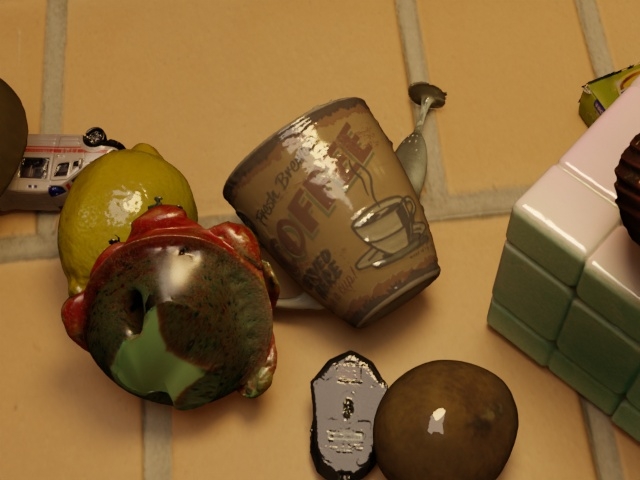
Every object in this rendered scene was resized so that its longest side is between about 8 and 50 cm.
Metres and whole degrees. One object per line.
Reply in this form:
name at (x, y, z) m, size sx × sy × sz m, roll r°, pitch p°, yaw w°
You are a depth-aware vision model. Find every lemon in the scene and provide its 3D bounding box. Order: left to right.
lemon at (-0.259, -0.014, 1.415) m, size 0.184 × 0.184 × 0.248 m, roll 16°, pitch 71°, yaw 11°

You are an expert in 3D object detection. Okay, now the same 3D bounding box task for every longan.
longan at (0.151, 0.229, 1.275) m, size 0.187 × 0.167 × 0.167 m, roll -27°, pitch 64°, yaw -13°

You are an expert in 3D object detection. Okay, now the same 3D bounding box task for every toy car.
toy car at (-0.381, -0.098, 1.518) m, size 0.210 × 0.089 × 0.108 m, roll 2°, pitch 62°, yaw 6°

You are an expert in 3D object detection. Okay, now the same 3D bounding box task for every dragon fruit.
dragon fruit at (-0.178, 0.097, 1.304) m, size 0.268 × 0.295 × 0.130 m, roll 18°, pitch 33°, yaw -18°

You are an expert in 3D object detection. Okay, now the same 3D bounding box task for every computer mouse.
computer mouse at (0.033, 0.226, 1.343) m, size 0.099 × 0.057 × 0.172 m, roll 4°, pitch 74°, yaw 3°

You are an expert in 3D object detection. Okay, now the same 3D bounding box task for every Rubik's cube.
Rubik's cube at (0.428, 0.026, 1.279) m, size 0.316 × 0.322 × 0.319 m, roll 38°, pitch 69°, yaw 22°

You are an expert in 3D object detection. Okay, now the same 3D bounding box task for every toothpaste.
toothpaste at (0.546, -0.226, 1.546) m, size 0.327 × 0.077 × 0.110 m, roll -23°, pitch 65°, yaw -9°

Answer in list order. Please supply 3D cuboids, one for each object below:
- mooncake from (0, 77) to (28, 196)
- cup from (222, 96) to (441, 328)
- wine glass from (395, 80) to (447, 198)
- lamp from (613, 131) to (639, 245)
mooncake at (-0.554, -0.134, 1.453) m, size 0.284 × 0.155 × 0.284 m, roll -14°, pitch 59°, yaw 25°
cup at (0.000, 0.000, 1.395) m, size 0.301 × 0.227 × 0.257 m, roll -36°, pitch 77°, yaw 18°
wine glass at (0.132, -0.132, 1.524) m, size 0.066 × 0.066 × 0.198 m, roll 13°, pitch 63°, yaw 10°
lamp at (0.398, -0.030, 1.011) m, size 0.247 × 0.247 × 0.247 m, roll -1°, pitch 62°, yaw 2°
